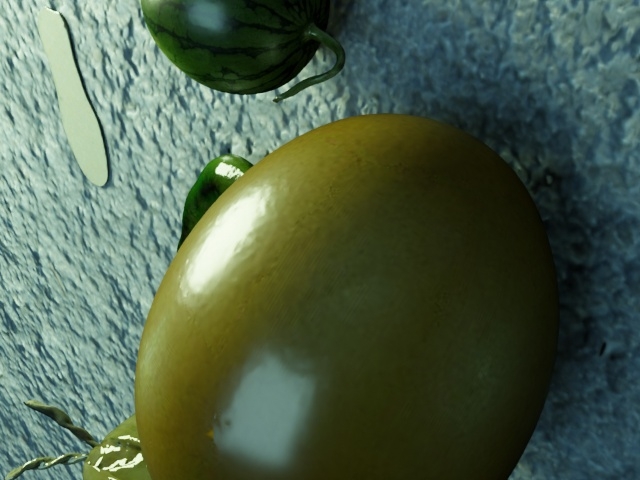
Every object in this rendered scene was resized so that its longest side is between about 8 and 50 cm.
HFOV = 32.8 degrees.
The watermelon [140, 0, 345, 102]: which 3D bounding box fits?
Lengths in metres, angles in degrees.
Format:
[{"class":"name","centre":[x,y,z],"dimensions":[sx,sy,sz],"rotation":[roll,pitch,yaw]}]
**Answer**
[{"class":"watermelon","centre":[-0.050,-0.175,0.840],"dimensions":[0.187,0.141,0.140],"rotation":[29,128,22]}]

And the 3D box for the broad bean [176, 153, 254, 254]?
[{"class":"broad bean","centre":[-0.093,0.020,1.023],"dimensions":[0.144,0.049,0.292],"rotation":[60,149,29]}]

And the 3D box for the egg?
[{"class":"egg","centre":[0.019,0.079,0.774],"dimensions":[0.283,0.283,0.351],"rotation":[31,100,31]}]

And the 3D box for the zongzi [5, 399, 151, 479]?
[{"class":"zongzi","centre":[-0.043,0.239,0.928],"dimensions":[0.500,0.218,0.467],"rotation":[50,146,14]}]

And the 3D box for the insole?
[{"class":"insole","centre":[-0.264,-0.152,1.159],"dimensions":[0.065,0.004,0.197],"rotation":[-3,107,46]}]
